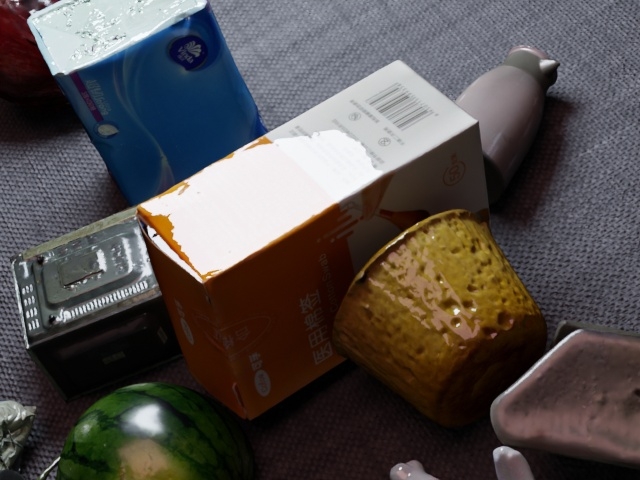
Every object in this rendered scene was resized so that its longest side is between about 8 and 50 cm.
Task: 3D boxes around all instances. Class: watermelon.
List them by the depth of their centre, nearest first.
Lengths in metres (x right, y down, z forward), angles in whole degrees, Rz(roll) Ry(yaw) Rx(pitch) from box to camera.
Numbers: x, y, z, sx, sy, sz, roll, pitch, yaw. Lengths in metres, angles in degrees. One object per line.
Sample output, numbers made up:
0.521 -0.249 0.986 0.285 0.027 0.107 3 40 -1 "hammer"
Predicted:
-0.183 0.222 1.562 0.232 0.127 0.204 25 60 36 "watermelon"

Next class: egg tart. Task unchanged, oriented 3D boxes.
0.126 0.086 1.527 0.202 0.202 0.147 -35 58 -11 "egg tart"

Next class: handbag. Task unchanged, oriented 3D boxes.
-0.396 0.225 1.660 0.173 0.095 0.117 -7 53 18 "handbag"

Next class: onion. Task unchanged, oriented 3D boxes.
-0.349 -0.297 2.002 0.281 0.221 0.281 10 44 -9 "onion"

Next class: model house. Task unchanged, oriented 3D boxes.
0.281 0.143 1.440 0.229 0.188 0.122 6 92 10 "model house"

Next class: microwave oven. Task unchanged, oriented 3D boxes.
-0.226 0.059 1.712 0.205 0.129 0.163 -23 47 2 "microwave oven"

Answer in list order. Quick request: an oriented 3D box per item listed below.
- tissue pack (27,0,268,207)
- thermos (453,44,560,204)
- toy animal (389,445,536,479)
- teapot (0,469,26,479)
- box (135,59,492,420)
-0.193 -0.179 1.806 0.198 0.263 0.146 -26 48 -2 "tissue pack"
0.191 -0.140 1.756 0.137 0.105 0.193 -14 35 52 "thermos"
0.152 0.271 1.393 0.282 0.138 0.140 16 63 31 "toy animal"
-0.434 0.328 1.486 0.337 0.270 0.200 -8 82 11 "teapot"
0.000 0.000 1.592 0.341 0.225 0.143 -30 47 -17 "box"
